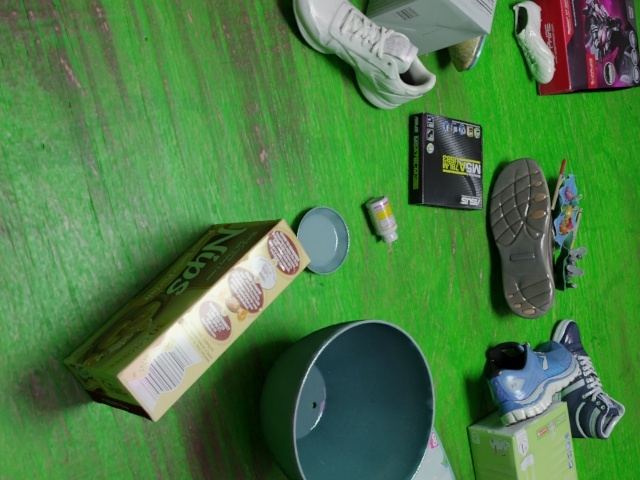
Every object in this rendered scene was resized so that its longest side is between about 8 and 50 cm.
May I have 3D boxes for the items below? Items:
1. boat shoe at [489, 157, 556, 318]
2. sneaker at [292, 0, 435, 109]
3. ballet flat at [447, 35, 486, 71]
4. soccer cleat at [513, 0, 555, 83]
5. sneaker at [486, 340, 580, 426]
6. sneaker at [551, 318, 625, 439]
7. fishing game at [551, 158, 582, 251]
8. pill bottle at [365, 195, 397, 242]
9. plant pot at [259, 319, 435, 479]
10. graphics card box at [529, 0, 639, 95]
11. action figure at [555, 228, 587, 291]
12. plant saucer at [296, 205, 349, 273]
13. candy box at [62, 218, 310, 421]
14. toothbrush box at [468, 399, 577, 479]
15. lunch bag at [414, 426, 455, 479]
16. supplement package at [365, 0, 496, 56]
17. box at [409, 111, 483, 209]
[{"bbox_3d":[0.455,-0.003,1.578,0.130,0.132,0.355,14,75,-65],"label":"boat shoe"},{"bbox_3d":[0.085,-0.356,1.247,0.305,0.152,0.114,36,69,-32],"label":"sneaker"},{"bbox_3d":[0.301,-0.514,1.470,0.123,0.123,0.348,29,71,-35],"label":"ballet flat"},{"bbox_3d":[0.490,-0.459,1.648,0.076,0.068,0.196,-13,89,-34],"label":"soccer cleat"},{"bbox_3d":[0.455,0.271,1.537,0.330,0.130,0.147,-19,79,-55],"label":"sneaker"},{"bbox_3d":[0.630,0.330,1.672,0.099,0.153,0.282,9,82,-40],"label":"sneaker"},{"bbox_3d":[0.594,-0.064,1.684,0.264,0.041,0.189,50,56,-50],"label":"fishing game"},{"bbox_3d":[0.118,-0.039,1.331,0.043,0.043,0.083,-33,109,-36],"label":"pill bottle"},{"bbox_3d":[0.014,0.268,1.135,0.290,0.195,0.290,2,86,-39],"label":"plant pot"},{"bbox_3d":[0.673,-0.488,1.780,0.371,0.094,0.232,-11,95,-40],"label":"graphics card box"},{"bbox_3d":[0.564,0.067,1.624,0.232,0.064,0.137,48,56,-74],"label":"action figure"},{"bbox_3d":[0.000,0.000,1.246,0.119,0.021,0.119,2,87,-39],"label":"plant saucer"},{"bbox_3d":[-0.182,0.097,0.987,0.316,0.183,0.087,-45,116,-32],"label":"candy box"},{"bbox_3d":[0.448,0.508,1.535,0.206,0.122,0.283,-17,98,-38],"label":"toothbrush box"},{"bbox_3d":[0.115,0.449,1.270,0.279,0.108,0.224,-36,108,-36],"label":"lunch bag"},{"bbox_3d":[0.217,-0.487,1.332,0.149,0.194,0.203,25,72,-37],"label":"supplement package"},{"bbox_3d":[0.261,-0.157,1.455,0.191,0.045,0.184,4,83,-39],"label":"box"}]
